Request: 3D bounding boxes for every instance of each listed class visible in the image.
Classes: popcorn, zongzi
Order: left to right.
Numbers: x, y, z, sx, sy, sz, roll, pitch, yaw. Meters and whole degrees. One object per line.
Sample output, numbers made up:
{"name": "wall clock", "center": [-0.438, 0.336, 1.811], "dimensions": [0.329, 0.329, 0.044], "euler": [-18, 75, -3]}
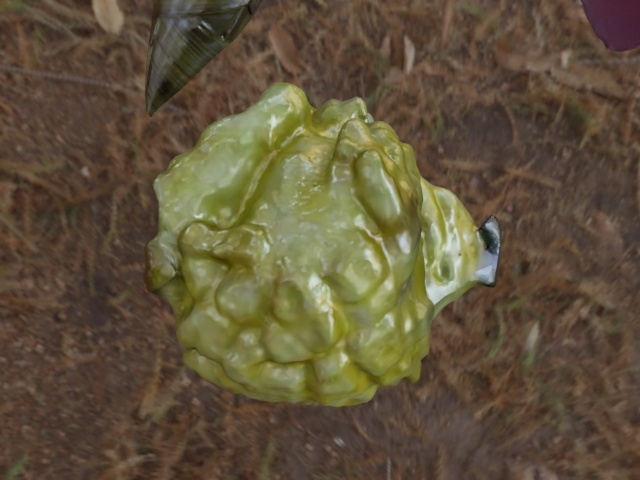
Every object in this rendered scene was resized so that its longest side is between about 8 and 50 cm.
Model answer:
{"name": "zongzi", "center": [-0.103, -0.255, 1.068], "dimensions": [0.111, 0.248, 0.241], "euler": [29, 110, -19]}
{"name": "popcorn", "center": [-0.009, 0.000, 0.988], "dimensions": [0.237, 0.293, 0.293], "euler": [6, 77, 26]}

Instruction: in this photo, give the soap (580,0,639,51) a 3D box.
{"name": "soap", "center": [0.255, -0.307, 0.664], "dimensions": [0.359, 0.128, 0.233], "euler": [-47, 119, -17]}
